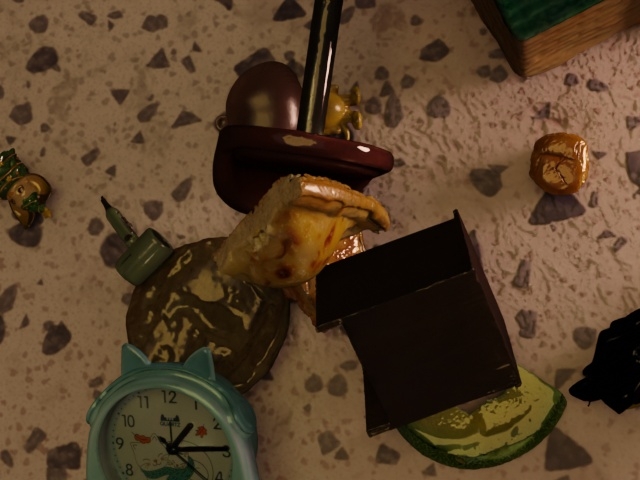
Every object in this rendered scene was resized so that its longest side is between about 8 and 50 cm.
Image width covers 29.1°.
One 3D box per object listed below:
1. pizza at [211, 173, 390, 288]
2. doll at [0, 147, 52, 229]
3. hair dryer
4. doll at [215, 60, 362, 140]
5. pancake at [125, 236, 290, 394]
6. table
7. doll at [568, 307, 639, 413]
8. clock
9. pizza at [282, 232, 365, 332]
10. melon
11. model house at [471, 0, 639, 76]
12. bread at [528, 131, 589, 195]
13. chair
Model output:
[{"bbox_3d":[-0.009,0.004,1.477,0.188,0.204,0.081,-41,59,33],"label":"pizza"},{"bbox_3d":[-0.415,-0.075,1.711,0.113,0.077,0.078,33,114,-13],"label":"doll"},{"bbox_3d":[-0.264,-0.011,1.661,0.071,0.047,0.150,-44,59,5],"label":"hair dryer"},{"bbox_3d":[-0.042,-0.156,1.633,0.188,0.096,0.145,17,93,-5],"label":"doll"},{"bbox_3d":[-0.150,0.108,1.620,0.241,0.050,0.242,-6,66,14],"label":"pancake"},{"bbox_3d":[0.113,0.097,1.480,0.193,0.172,0.169,-22,113,9],"label":"table"},{"bbox_3d":[0.394,0.119,1.452,0.088,0.127,0.249,42,117,4],"label":"doll"},{"bbox_3d":[-0.175,0.255,1.523,0.223,0.094,0.274,3,103,14],"label":"clock"},{"bbox_3d":[-0.005,0.025,1.589,0.134,0.046,0.175,26,66,-15],"label":"pizza"},{"bbox_3d":[0.199,0.219,1.522,0.209,0.064,0.118,-24,70,3],"label":"melon"},{"bbox_3d":[0.340,-0.419,1.477,0.382,0.342,0.335,-30,76,4],"label":"model house"},{"bbox_3d":[0.305,-0.098,1.571,0.081,0.046,0.083,36,86,13],"label":"bread"},{"bbox_3d":[0.000,-0.221,1.484,0.226,0.226,0.401,8,89,13],"label":"chair"}]
